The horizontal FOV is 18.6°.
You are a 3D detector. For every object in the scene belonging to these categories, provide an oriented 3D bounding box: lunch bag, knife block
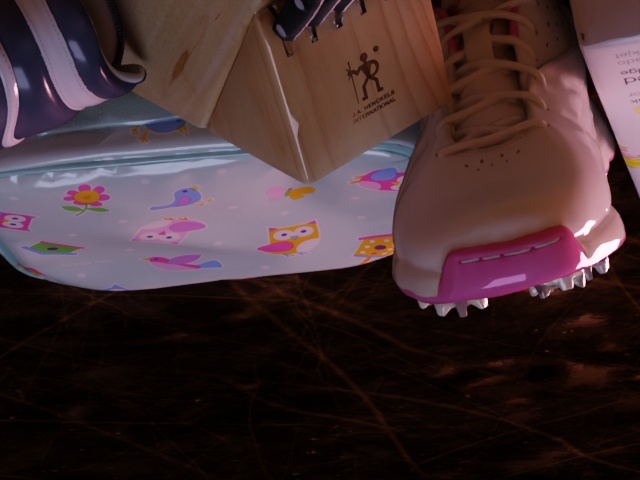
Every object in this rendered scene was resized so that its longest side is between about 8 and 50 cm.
[{"bbox_3d":[-0.063,-0.057,1.125,0.279,0.108,0.224,-6,160,6],"label":"lunch bag"},{"bbox_3d":[-0.036,-0.160,0.869,0.088,0.242,0.275,-30,-146,-22],"label":"knife block"}]

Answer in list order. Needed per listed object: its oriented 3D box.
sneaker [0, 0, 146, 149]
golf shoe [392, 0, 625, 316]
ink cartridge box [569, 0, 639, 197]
[{"bbox_3d":[-0.181,-0.089,0.980,0.153,0.099,0.282,-30,-167,-10],"label":"sneaker"},{"bbox_3d":[0.081,-0.059,0.960,0.115,0.140,0.306,-13,-165,9],"label":"golf shoe"},{"bbox_3d":[0.247,-0.116,1.030,0.201,0.117,0.278,-10,160,13],"label":"ink cartridge box"}]
